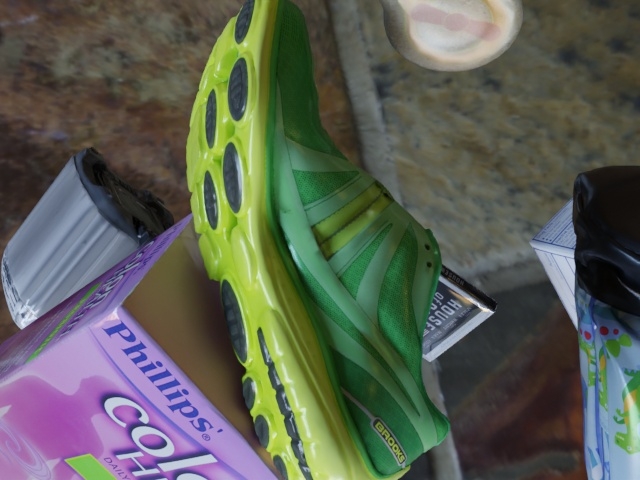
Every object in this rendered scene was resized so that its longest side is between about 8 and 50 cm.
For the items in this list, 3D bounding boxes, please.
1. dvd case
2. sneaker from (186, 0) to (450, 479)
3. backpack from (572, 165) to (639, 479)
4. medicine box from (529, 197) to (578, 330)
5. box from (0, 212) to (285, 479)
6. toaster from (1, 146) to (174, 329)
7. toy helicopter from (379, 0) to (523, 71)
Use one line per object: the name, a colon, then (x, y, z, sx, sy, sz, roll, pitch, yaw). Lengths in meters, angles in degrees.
dvd case: (0.129, 0.080, 1.709, 0.238, 0.030, 0.179, 35, 136, -9)
sneaker: (0.000, 0.000, 0.649, 0.123, 0.109, 0.296, -11, 87, -29)
backpack: (0.303, 0.153, 0.741, 0.290, 0.273, 0.356, 5, 125, 14)
medicine box: (0.512, 0.075, 1.696, 0.149, 0.289, 0.263, -43, 119, -18)
box: (-0.110, 0.134, 0.748, 0.243, 0.117, 0.213, -31, 106, 34)
toaster: (-0.212, 0.020, 1.036, 0.129, 0.227, 0.146, 38, 95, -30)
toy helicopter: (-0.024, -0.198, 0.584, 0.235, 0.140, 0.355, -29, 131, 30)
